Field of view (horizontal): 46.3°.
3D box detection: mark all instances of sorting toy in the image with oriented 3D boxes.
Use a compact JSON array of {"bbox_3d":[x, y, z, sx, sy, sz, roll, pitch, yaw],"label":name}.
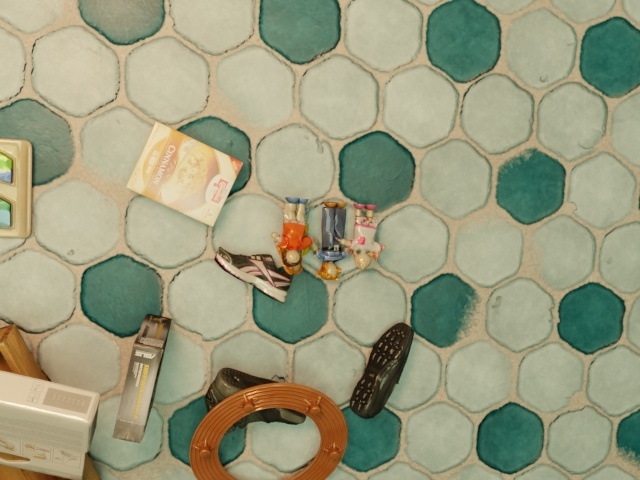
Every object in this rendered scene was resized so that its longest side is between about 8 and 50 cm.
[{"bbox_3d":[-0.662,-0.101,1.433,0.208,0.038,0.193,3,98,-10],"label":"sorting toy"}]

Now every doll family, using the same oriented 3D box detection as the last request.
[{"bbox_3d":[0.000,0.000,1.544,0.262,0.118,0.163,4,92,-29],"label":"doll family"}]

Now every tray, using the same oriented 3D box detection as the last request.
[{"bbox_3d":[-0.595,0.369,1.438,0.202,0.076,0.411,-15,114,6],"label":"tray"}]

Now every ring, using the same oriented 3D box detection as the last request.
[{"bbox_3d":[-0.104,0.438,1.564,0.336,0.032,0.337,-6,120,-10],"label":"ring"}]

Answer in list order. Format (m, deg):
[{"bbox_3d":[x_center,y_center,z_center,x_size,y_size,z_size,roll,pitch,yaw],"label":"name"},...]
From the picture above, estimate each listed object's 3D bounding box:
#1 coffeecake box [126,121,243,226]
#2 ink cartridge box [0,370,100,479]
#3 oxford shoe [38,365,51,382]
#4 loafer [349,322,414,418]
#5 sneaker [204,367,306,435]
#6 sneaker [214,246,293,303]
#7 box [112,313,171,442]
[{"bbox_3d":[-0.268,-0.131,1.484,0.185,0.068,0.142,25,93,-13],"label":"coffeecake box"},{"bbox_3d":[-0.557,0.325,1.343,0.296,0.066,0.261,15,139,-9],"label":"ink cartridge box"},{"bbox_3d":[-0.567,0.289,1.496,0.212,0.076,0.076,29,79,-15],"label":"oxford shoe"},{"bbox_3d":[0.140,0.283,1.625,0.078,0.076,0.223,33,84,-49],"label":"loafer"},{"bbox_3d":[-0.145,0.356,1.578,0.227,0.087,0.130,24,117,-29],"label":"sneaker"},{"bbox_3d":[-0.135,0.055,1.545,0.178,0.072,0.077,33,80,-21],"label":"sneaker"},{"bbox_3d":[-0.340,0.258,1.447,0.056,0.231,0.183,12,96,-8],"label":"box"}]
